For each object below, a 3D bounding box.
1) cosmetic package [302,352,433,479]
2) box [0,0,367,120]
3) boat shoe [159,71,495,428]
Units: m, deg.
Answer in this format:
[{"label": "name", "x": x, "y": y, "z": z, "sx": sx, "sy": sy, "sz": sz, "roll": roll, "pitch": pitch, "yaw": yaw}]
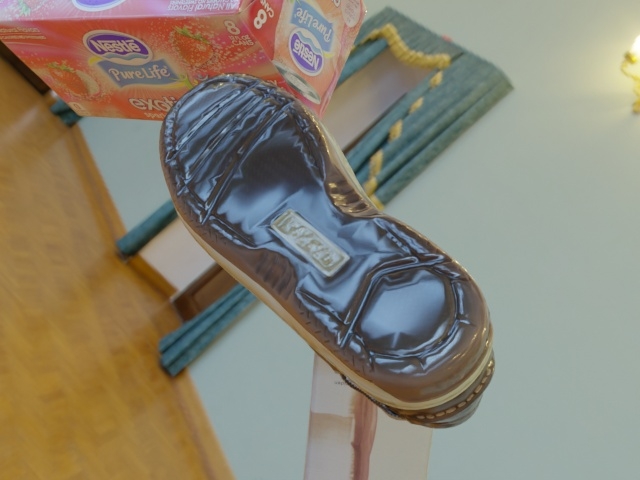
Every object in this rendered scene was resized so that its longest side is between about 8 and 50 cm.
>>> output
[{"label": "cosmetic package", "x": 0.049, "y": 0.210, "z": 0.842, "sx": 0.129, "sy": 0.296, "sz": 0.153, "roll": 4, "pitch": 12, "yaw": 0}, {"label": "box", "x": -0.133, "y": -0.205, "z": 0.701, "sx": 0.300, "sy": 0.142, "sz": 0.154, "roll": 9, "pitch": -24, "yaw": 30}, {"label": "boat shoe", "x": -0.006, "y": 0.005, "z": 0.422, "sx": 0.257, "sy": 0.095, "sz": 0.095, "roll": 51, "pitch": -5, "yaw": 39}]
